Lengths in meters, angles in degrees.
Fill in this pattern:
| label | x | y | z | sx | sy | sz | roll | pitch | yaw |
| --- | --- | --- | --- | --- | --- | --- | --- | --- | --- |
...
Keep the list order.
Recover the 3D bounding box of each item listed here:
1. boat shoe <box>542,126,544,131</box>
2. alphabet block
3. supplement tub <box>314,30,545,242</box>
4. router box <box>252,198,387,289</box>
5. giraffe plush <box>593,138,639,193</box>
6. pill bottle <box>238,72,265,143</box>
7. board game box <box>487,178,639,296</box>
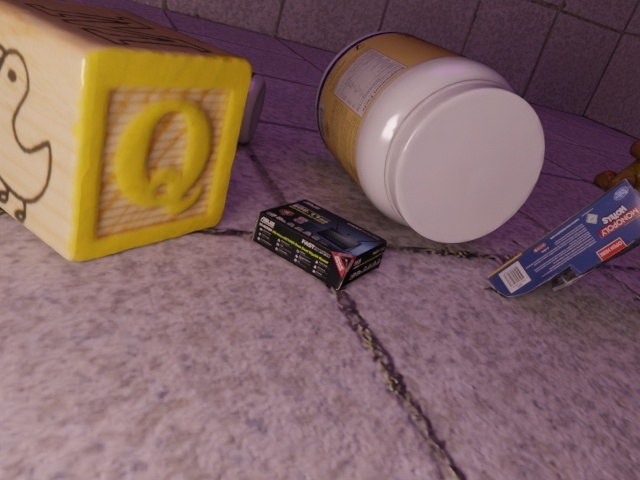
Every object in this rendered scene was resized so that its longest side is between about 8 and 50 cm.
| label | x | y | z | sx | sy | sz | roll | pitch | yaw |
| --- | --- | --- | --- | --- | --- | --- | --- | --- | --- |
| boat shoe | 0.513 | -0.293 | 1.442 | 0.156 | 0.136 | 0.367 | 26 | 29 | 19 |
| alphabet block | -0.214 | -0.120 | 0.537 | 0.197 | 0.193 | 0.193 | 28 | 28 | 26 |
| supplement tub | 0.142 | -0.163 | 0.797 | 0.240 | 0.241 | 0.331 | 7 | 26 | -22 |
| router box | 0.000 | 0.000 | 0.602 | 0.122 | 0.038 | 0.092 | 29 | 26 | 24 |
| giraffe plush | 0.859 | -0.195 | 1.416 | 0.210 | 0.171 | 0.181 | -8 | 34 | -43 |
| pill bottle | -0.206 | -0.242 | 0.882 | 0.214 | 0.117 | 0.117 | 17 | 24 | -1 |
| board game box | 0.335 | 0.003 | 0.662 | 0.194 | 0.194 | 0.060 | -9 | 62 | -45 |
